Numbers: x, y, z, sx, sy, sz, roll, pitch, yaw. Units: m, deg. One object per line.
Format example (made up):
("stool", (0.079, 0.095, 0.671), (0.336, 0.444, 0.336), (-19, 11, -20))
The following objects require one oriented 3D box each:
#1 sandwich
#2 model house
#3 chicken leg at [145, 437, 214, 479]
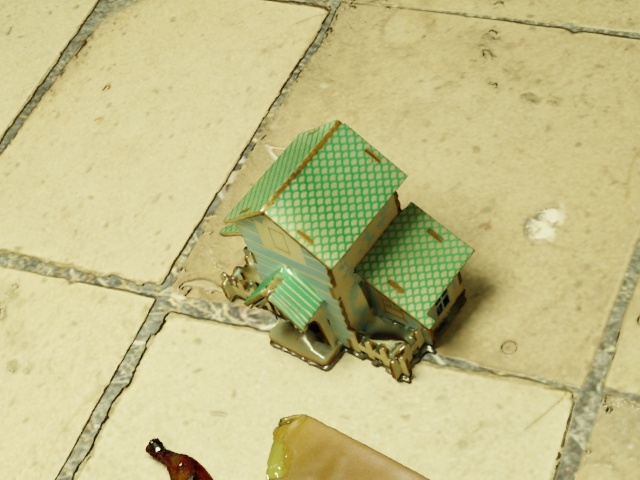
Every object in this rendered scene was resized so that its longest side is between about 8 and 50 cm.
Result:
("sandwich", (0.044, 0.249, 1.206), (0.186, 0.108, 0.220), (-6, 47, 10))
("model house", (0.000, 0.000, 1.369), (0.271, 0.206, 0.178), (27, 60, 32))
("chicken leg", (-0.128, 0.241, 1.314), (0.062, 0.037, 0.145), (-27, 49, 9))
